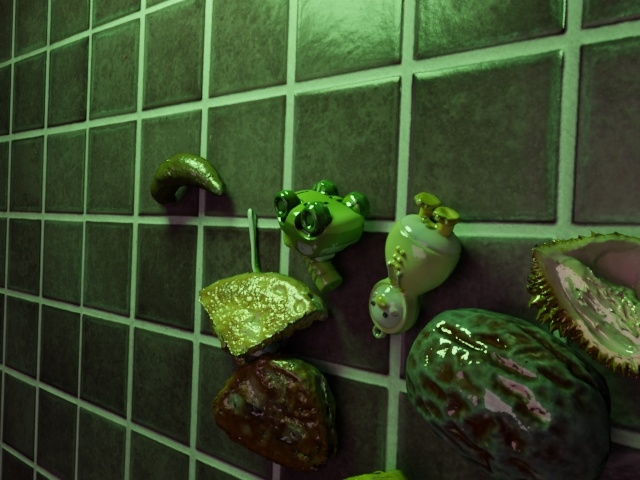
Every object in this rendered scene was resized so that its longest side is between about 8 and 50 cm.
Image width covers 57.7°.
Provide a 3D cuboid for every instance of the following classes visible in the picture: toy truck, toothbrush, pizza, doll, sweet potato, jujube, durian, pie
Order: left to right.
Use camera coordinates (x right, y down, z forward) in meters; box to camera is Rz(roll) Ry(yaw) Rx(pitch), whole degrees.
[{"bbox_3d":[-0.361,-0.164,1.516,0.310,0.098,0.124,-5,108,38],"label":"sweet potato"},{"bbox_3d":[-0.145,0.171,1.279,0.335,0.086,0.226,2,56,25],"label":"pizza"},{"bbox_3d":[-0.149,0.053,1.381,0.026,0.022,0.263,-9,84,28],"label":"toothbrush"},{"bbox_3d":[-0.087,0.367,1.259,0.308,0.085,0.308,6,105,26],"label":"pie"},{"bbox_3d":[-0.008,-0.019,1.195,0.187,0.148,0.210,45,137,34],"label":"toy truck"},{"bbox_3d":[0.159,0.062,1.057,0.141,0.117,0.296,40,114,36],"label":"doll"},{"bbox_3d":[0.282,0.243,0.870,0.215,0.246,0.308,-44,37,-18],"label":"jujube"},{"bbox_3d":[0.422,0.095,0.832,0.249,0.183,0.138,38,149,31],"label":"durian"}]

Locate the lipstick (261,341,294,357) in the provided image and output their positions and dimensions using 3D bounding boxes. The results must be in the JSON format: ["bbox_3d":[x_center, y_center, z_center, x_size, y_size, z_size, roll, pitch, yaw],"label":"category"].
[{"bbox_3d":[-0.163,0.213,1.362,0.274,0.068,0.061,33,112,28],"label":"lipstick"}]

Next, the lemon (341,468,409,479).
[{"bbox_3d":[0.085,0.560,1.029,0.258,0.258,0.310,6,70,40],"label":"lemon"}]
